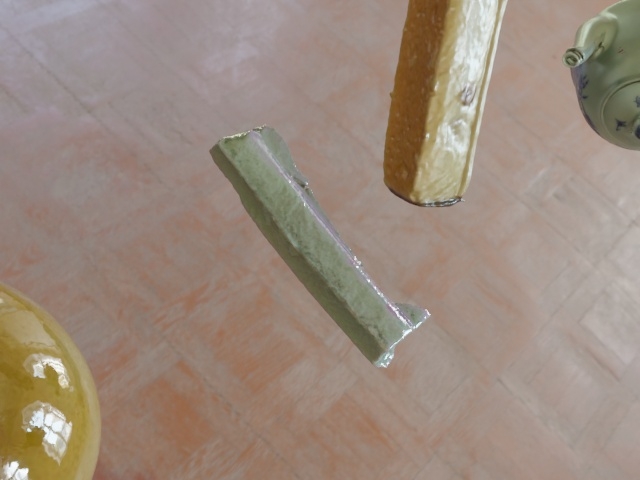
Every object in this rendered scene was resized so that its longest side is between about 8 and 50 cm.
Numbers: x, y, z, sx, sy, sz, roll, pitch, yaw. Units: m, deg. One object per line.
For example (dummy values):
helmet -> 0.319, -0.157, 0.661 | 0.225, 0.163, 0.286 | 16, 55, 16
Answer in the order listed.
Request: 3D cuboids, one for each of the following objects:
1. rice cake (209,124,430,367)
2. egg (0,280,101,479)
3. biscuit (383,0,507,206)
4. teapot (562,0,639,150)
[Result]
rice cake -> -0.003, 0.000, 0.921 | 0.081, 0.051, 0.290 | -37, 83, -24
egg -> -0.321, 0.139, 0.634 | 0.322, 0.250, 0.250 | -2, 53, -3
biscuit -> 0.085, -0.116, 0.588 | 0.056, 0.188, 0.052 | -3, 23, -28
teapot -> 0.338, -0.151, 0.912 | 0.232, 0.159, 0.159 | 33, 45, -15
